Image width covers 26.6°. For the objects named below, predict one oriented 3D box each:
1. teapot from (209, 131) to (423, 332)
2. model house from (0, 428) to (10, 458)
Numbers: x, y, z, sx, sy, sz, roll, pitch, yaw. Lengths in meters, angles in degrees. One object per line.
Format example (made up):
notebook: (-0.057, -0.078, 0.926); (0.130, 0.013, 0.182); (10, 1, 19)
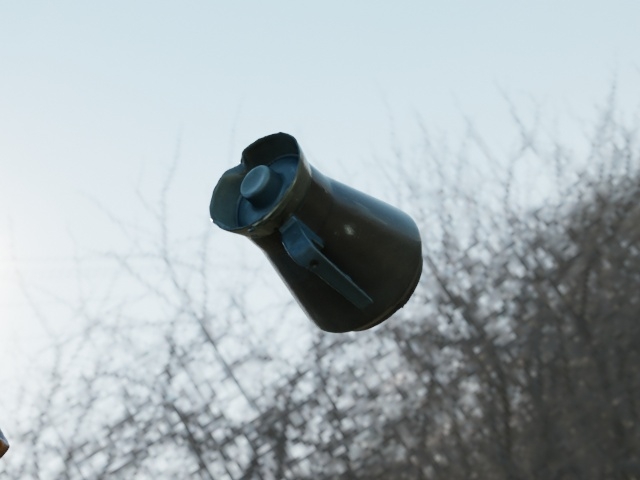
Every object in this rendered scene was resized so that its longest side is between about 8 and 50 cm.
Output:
teapot: (0.000, 0.000, 1.531); (0.171, 0.203, 0.225); (-44, -54, 10)
model house: (-0.584, 0.260, 1.917); (0.202, 0.237, 0.237); (-41, -15, -1)
